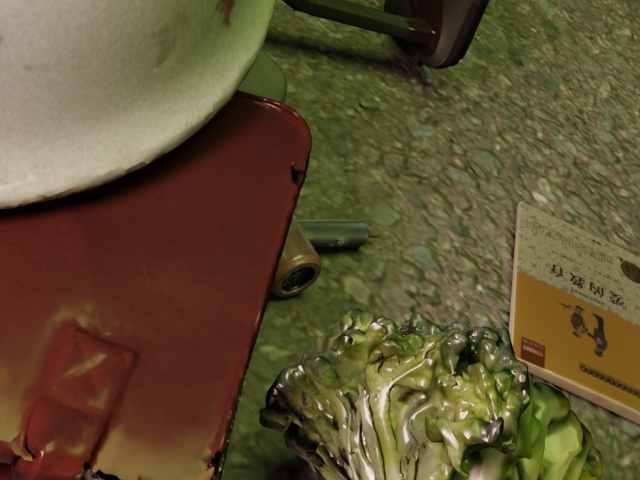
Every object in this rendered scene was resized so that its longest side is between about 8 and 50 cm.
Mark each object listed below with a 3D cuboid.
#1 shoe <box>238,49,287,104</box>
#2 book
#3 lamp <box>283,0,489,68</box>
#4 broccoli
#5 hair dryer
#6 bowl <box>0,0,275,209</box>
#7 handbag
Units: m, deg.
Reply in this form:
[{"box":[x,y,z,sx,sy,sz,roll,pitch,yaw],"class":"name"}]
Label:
[{"box":[-0.100,-0.121,0.734,0.195,0.078,0.079,-2,49,-30],"class":"shoe"},{"box":[0.188,0.048,0.794,0.118,0.012,0.172,24,39,-8],"class":"book"},{"box":[-0.006,-0.259,0.880,0.283,0.124,0.203,23,24,-36],"class":"lamp"},{"box":[0.034,0.172,0.484,0.165,0.146,0.304,54,35,-38],"class":"broccoli"},{"box":[0.000,0.000,0.708,0.114,0.037,0.063,-1,48,-44],"class":"hair dryer"},{"box":[-0.196,-0.243,0.514,0.435,0.196,0.434,12,54,-17],"class":"bowl"},{"box":[-0.145,0.002,0.551,0.260,0.084,0.275,20,43,-5],"class":"handbag"}]
